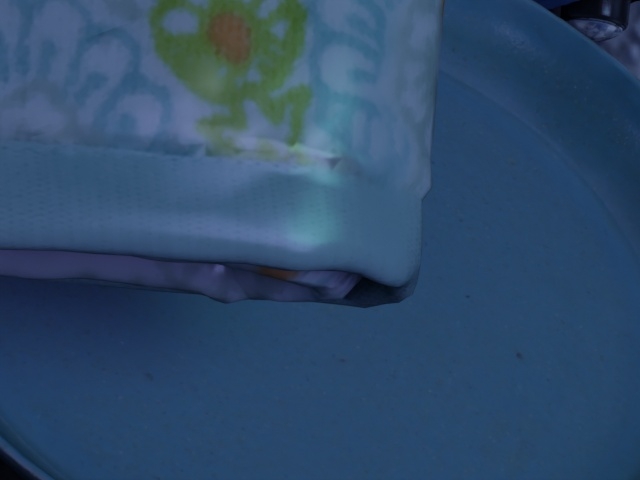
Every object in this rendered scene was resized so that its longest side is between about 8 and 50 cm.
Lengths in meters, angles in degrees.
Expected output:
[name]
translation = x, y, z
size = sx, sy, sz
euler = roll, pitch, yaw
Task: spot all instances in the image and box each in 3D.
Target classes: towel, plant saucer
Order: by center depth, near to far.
[towel]
translation = -0.144, -0.153, 0.539
size = 0.375, 0.090, 0.320
euler = 6, 81, -9
[plant saucer]
translation = 0.000, 0.000, 0.649
size = 0.318, 0.043, 0.317
euler = 12, 45, -12

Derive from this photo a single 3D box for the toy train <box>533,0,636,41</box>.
[toy train]
translation = 0.102, -0.177, 0.799
size = 0.105, 0.080, 0.184
euler = 8, 84, -27
